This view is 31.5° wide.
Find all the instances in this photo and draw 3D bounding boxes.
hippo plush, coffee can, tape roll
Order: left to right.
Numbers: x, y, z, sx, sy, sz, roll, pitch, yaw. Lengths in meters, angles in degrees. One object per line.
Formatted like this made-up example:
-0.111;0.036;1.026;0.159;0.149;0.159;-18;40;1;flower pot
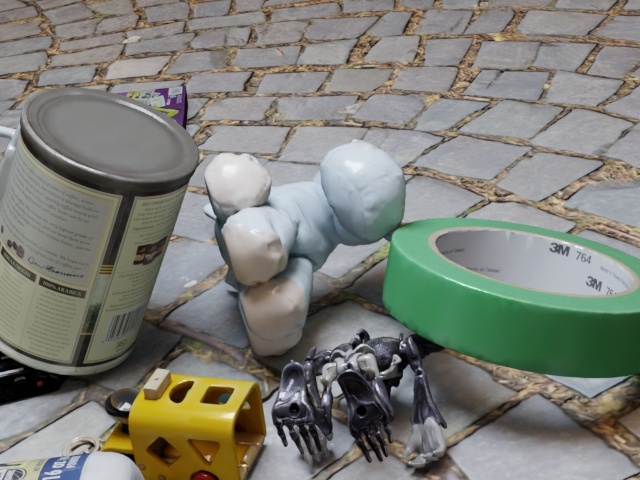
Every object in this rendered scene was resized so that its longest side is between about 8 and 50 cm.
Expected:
-0.277;-0.011;1.329;0.201;0.275;0.201;17;29;-10;coffee can
0.000;0.000;1.373;0.236;0.234;0.294;-17;-10;-8;hippo plush
0.232;0.056;1.282;0.321;0.077;0.321;9;17;-3;tape roll

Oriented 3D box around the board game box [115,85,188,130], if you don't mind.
-0.335;-0.175;1.942;0.208;0.056;0.347;-3;28;-3;board game box

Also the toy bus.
-0.157;0.188;1.183;0.202;0.104;0.191;-19;31;-24;toy bus

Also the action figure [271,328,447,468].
0.040;0.166;1.162;0.164;0.141;0.275;-6;1;16;action figure

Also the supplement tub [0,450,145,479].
-0.292;0.293;0.886;0.316;0.228;0.228;-6;29;-1;supplement tub

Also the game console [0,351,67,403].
-0.493;0.148;1.384;0.361;0.044;0.213;-11;29;-13;game console

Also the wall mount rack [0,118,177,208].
-0.347;-0.069;1.492;0.304;0.350;0.130;10;36;-36;wall mount rack
